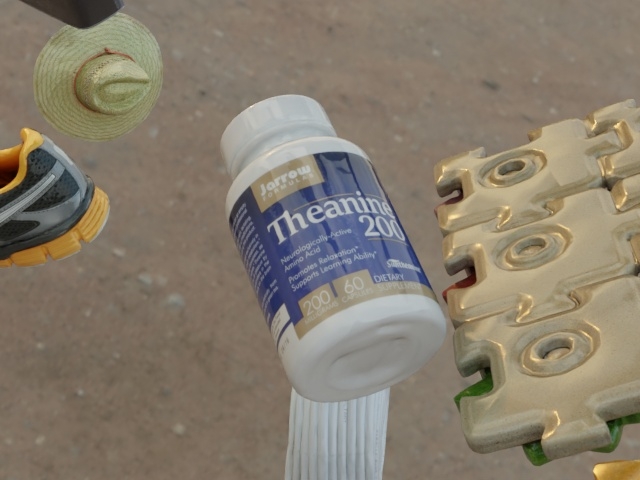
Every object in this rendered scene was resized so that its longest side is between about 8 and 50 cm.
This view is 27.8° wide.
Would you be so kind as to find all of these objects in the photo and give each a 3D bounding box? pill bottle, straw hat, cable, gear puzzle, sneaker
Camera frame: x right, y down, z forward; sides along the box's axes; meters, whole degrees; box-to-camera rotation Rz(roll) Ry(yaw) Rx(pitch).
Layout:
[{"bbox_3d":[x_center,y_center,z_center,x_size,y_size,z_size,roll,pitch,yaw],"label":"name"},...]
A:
[{"bbox_3d":[0.000,0.000,0.530,0.067,0.067,0.120,5,49,-39],"label":"pill bottle"},{"bbox_3d":[-0.206,-0.153,1.282,0.144,0.144,0.061,6,15,-38],"label":"straw hat"},{"bbox_3d":[0.023,0.164,1.262,0.089,0.257,0.257,5,23,5],"label":"cable"},{"bbox_3d":[0.137,0.030,0.513,0.339,0.175,0.044,-86,156,-61],"label":"gear puzzle"},{"bbox_3d":[-0.254,-0.015,0.866,0.084,0.215,0.083,-105,173,-48],"label":"sneaker"}]

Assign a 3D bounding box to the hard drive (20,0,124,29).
[{"bbox_3d":[-0.292,-0.278,1.094,0.255,0.054,0.172,31,-14,9],"label":"hard drive"}]
